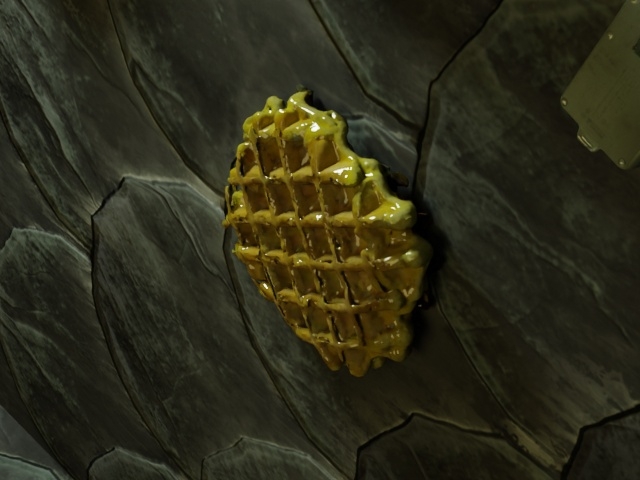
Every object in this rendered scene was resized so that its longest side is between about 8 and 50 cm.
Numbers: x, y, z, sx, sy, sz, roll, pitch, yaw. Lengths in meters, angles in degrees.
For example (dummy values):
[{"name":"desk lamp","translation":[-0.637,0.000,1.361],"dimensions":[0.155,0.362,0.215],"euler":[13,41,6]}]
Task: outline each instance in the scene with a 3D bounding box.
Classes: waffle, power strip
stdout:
[{"name":"waffle","translation":[0.000,0.000,1.898],"dimensions":[0.382,0.095,0.379],"euler":[44,142,27]},{"name":"power strip","translation":[0.343,-0.187,1.395],"dimensions":[0.118,0.046,0.270],"euler":[51,143,18]}]
